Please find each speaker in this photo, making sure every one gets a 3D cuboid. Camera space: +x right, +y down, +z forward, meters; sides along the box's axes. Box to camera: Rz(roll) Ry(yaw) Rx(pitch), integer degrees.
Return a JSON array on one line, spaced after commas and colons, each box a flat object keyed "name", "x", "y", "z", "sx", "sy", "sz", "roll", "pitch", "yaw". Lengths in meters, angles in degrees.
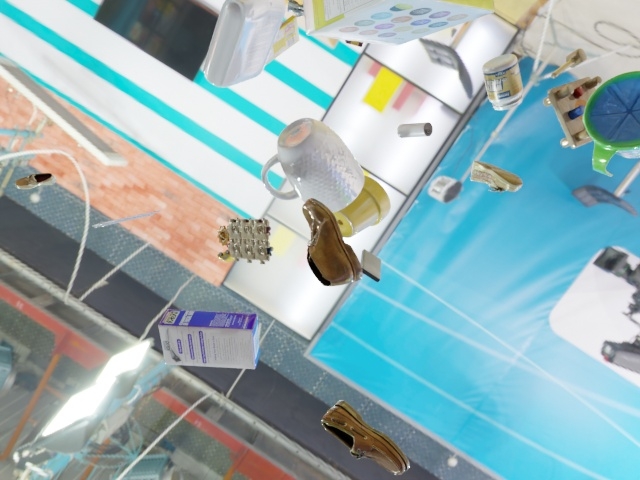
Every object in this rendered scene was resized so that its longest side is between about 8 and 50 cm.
[{"name": "speaker", "x": 0.360, "y": -0.421, "z": 1.826, "sx": 0.055, "sy": 0.055, "sz": 0.136, "roll": 24, "pitch": 173, "yaw": -38}]

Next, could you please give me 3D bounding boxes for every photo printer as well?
[{"name": "photo printer", "x": -0.241, "y": -0.668, "z": 1.557, "sx": 0.107, "sy": 0.307, "sz": 0.256, "roll": 39, "pitch": -138, "yaw": 6}]

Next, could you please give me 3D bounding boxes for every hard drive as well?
[{"name": "hard drive", "x": 0.207, "y": 0.102, "z": 1.974, "sx": 0.094, "sy": 0.022, "sz": 0.135, "roll": 33, "pitch": -147, "yaw": -14}]

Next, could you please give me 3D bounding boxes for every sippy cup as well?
[{"name": "sippy cup", "x": 0.946, "y": -0.355, "z": 1.443, "sx": 0.224, "sy": 0.305, "sz": 0.240, "roll": 15, "pitch": -127, "yaw": -49}]

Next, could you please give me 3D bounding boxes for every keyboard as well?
[{"name": "keyboard", "x": -0.745, "y": -0.086, "z": 1.853, "sx": 0.256, "sy": 0.072, "sz": 0.014, "roll": -21, "pitch": -86, "yaw": -48}]

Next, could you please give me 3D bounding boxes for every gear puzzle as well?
[{"name": "gear puzzle", "x": -0.300, "y": -0.003, "z": 1.885, "sx": 0.339, "sy": 0.175, "sz": 0.044, "roll": 3, "pitch": -172, "yaw": 43}]

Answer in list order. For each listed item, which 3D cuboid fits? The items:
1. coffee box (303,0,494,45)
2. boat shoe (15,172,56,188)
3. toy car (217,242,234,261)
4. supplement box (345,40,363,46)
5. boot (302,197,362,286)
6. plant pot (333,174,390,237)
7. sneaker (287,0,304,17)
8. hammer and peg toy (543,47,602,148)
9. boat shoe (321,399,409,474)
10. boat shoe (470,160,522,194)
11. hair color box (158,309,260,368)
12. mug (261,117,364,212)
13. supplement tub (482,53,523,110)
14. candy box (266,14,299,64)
[{"name": "coffee box", "x": 0.175, "y": -0.690, "z": 1.142, "sx": 0.338, "sy": 0.338, "sz": 0.334, "roll": -12, "pitch": -168, "yaw": -36}, {"name": "boat shoe", "x": -1.047, "y": -0.224, "z": 1.753, "sx": 0.050, "sy": 0.135, "sz": 0.045, "roll": 67, "pitch": 158, "yaw": 16}, {"name": "toy car", "x": -0.362, "y": 0.057, "z": 2.293, "sx": 0.225, "sy": 0.053, "sz": 0.239, "roll": -2, "pitch": 165, "yaw": -27}, {"name": "supplement box", "x": 0.111, "y": -0.639, "z": 1.451, "sx": 0.055, "sy": 0.083, "sz": 0.043, "roll": 8, "pitch": -141, "yaw": -13}, {"name": "boot", "x": 0.000, "y": 0.000, "z": 1.366, "sx": 0.115, "sy": 0.112, "sz": 0.305, "roll": -18, "pitch": -124, "yaw": -18}, {"name": "plant pot", "x": 0.164, "y": -0.145, "z": 2.272, "sx": 0.254, "sy": 0.239, "sz": 0.254, "roll": 32, "pitch": 147, "yaw": 25}, {"name": "sneaker", "x": -0.088, "y": -1.034, "z": 2.157, "sx": 0.135, "sy": 0.058, "sz": 0.052, "roll": 23, "pitch": -137, "yaw": 0}, {"name": "hammer and peg toy", "x": 1.020, "y": -0.564, "z": 1.924, "sx": 0.361, "sy": 0.266, "sz": 0.127, "roll": 67, "pitch": 156, "yaw": 1}, {"name": "boat shoe", "x": 0.136, "y": 0.656, "z": 1.541, "sx": 0.307, "sy": 0.110, "sz": 0.104, "roll": 30, "pitch": -139, "yaw": 30}, {"name": "boat shoe", "x": 0.688, "y": -0.237, "z": 1.886, "sx": 0.105, "sy": 0.089, "sz": 0.285, "roll": 8, "pitch": -158, "yaw": -15}, {"name": "hair color box", "x": -0.399, "y": 0.359, "z": 1.744, "sx": 0.339, "sy": 0.185, "sz": 0.110, "roll": 2, "pitch": -152, "yaw": 2}, {"name": "mug", "x": -0.058, "y": -0.290, "z": 1.913, "sx": 0.328, "sy": 0.374, "sz": 0.276, "roll": 50, "pitch": -159, "yaw": -41}, {"name": "supplement tub", "x": 0.791, "y": -0.682, "z": 2.069, "sx": 0.199, "sy": 0.144, "sz": 0.144, "roll": 63, "pitch": 176, "yaw": -28}, {"name": "candy box", "x": -0.163, "y": -0.759, "z": 1.822, "sx": 0.027, "sy": 0.206, "sz": 0.105, "roll": 37, "pitch": 158, "yaw": 26}]
